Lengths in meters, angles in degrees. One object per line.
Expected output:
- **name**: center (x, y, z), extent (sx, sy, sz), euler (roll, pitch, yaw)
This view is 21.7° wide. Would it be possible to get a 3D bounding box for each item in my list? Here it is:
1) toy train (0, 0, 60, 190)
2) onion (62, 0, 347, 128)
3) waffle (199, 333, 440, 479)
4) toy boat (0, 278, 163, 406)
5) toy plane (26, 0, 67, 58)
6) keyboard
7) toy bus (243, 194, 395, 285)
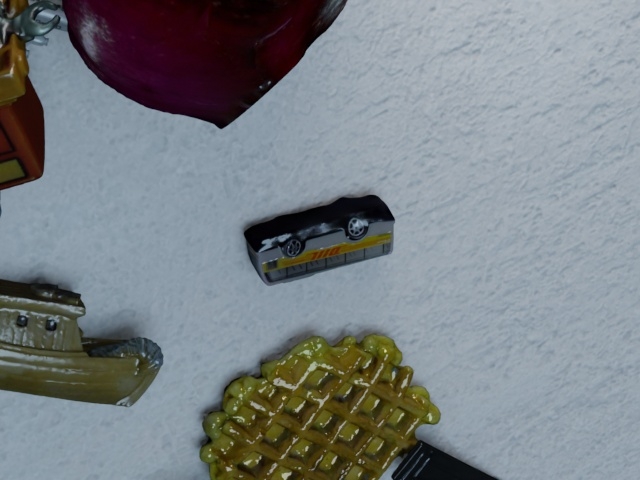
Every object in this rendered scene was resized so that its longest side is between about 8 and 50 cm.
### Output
- **toy train**: center (-0.408, -0.138, 1.593), extent (0.369, 0.163, 0.231), euler (-16, 133, 6)
- **onion**: center (-0.148, -0.337, 1.577), extent (0.420, 0.398, 0.398), euler (31, 99, -3)
- **waffle**: center (-0.001, 0.250, 2.030), extent (0.301, 0.058, 0.281), euler (-34, 122, -5)
- **toy boat**: center (-0.327, 0.103, 1.819), extent (0.321, 0.089, 0.121), euler (13, 101, -24)
- **toy plane**: center (-0.302, -0.239, 1.694), extent (0.171, 0.065, 0.162), euler (10, 107, -27)
- **keyboard**: center (0.166, 0.306, 2.116), extent (0.061, 0.013, 0.204), euler (-52, 136, 6)
- **toy bus**: center (0.000, 0.000, 1.925), extent (0.172, 0.057, 0.072), euler (-15, 126, -15)
